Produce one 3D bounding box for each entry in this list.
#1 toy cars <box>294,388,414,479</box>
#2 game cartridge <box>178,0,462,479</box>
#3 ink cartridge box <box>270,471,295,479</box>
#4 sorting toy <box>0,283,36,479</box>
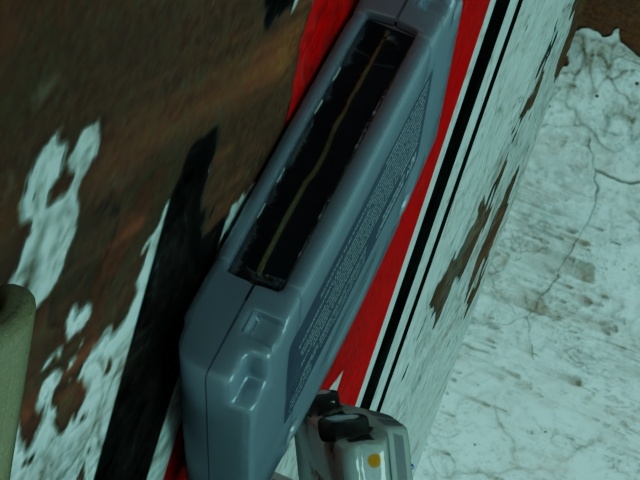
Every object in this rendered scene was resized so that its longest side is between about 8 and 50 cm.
[{"bbox_3d":[0.026,0.224,1.189,0.393,0.087,0.176,99,-18,-53],"label":"toy cars"},{"bbox_3d":[0.000,0.000,0.898,0.196,0.060,0.294,89,25,-57],"label":"game cartridge"},{"bbox_3d":[-0.053,0.221,0.968,0.092,0.090,0.143,97,18,-56],"label":"ink cartridge box"},{"bbox_3d":[-0.157,0.188,0.492,0.229,0.041,0.307,-53,162,-56],"label":"sorting toy"}]
